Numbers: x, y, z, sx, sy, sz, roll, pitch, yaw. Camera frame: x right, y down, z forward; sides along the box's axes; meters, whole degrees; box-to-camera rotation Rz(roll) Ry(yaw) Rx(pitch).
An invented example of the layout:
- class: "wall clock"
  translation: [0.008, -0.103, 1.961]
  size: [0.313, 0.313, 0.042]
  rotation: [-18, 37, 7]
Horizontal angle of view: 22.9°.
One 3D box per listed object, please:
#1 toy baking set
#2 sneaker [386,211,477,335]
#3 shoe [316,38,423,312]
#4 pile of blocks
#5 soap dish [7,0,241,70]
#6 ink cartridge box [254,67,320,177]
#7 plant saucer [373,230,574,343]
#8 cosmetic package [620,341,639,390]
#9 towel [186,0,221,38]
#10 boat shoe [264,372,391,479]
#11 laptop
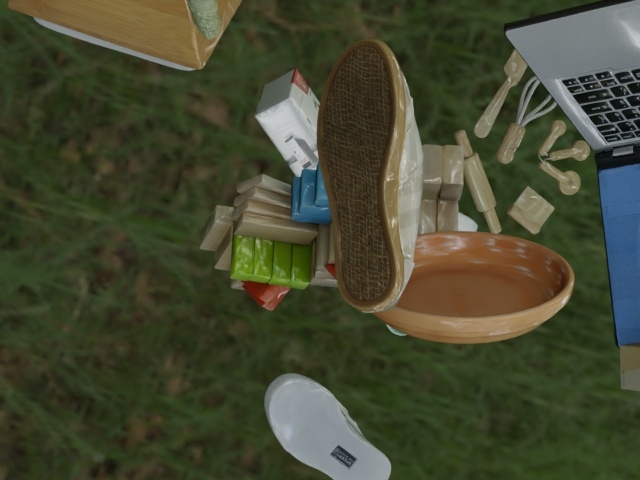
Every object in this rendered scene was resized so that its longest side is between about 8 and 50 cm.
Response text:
- class: "toy baking set"
  translation: [0.280, -0.137, 2.251]
  size: [0.196, 0.030, 0.256]
  rotation: [-33, 111, -17]
- class: "sneaker"
  translation: [0.092, 0.039, 1.960]
  size: [0.094, 0.256, 0.151]
  rotation: [27, 78, -16]
- class: "shoe"
  translation: [0.042, -0.050, 1.258]
  size: [0.058, 0.076, 0.219]
  rotation: [13, 75, -62]
- class: "pile of blocks"
  translation: [0.000, 0.000, 1.615]
  size: [0.149, 0.362, 0.113]
  rotation: [20, 62, -37]
- class: "soap dish"
  translation: [-0.175, -0.338, 1.713]
  size: [0.118, 0.229, 0.291]
  rotation: [90, 22, -58]
- class: "ink cartridge box"
  translation: [-0.022, -0.142, 2.061]
  size: [0.135, 0.056, 0.099]
  rotation: [55, 21, -23]
- class: "plant saucer"
  translation: [0.128, 0.044, 1.428]
  size: [0.200, 0.200, 0.037]
  rotation: [-33, 128, -51]
- class: "cosmetic package"
  translation: [0.430, 0.161, 1.980]
  size: [0.041, 0.115, 0.060]
  rotation: [-3, 91, -33]
- class: "towel"
  translation: [-0.122, -0.261, 1.406]
  size: [0.110, 0.027, 0.148]
  rotation: [83, -12, -65]
- class: "boat shoe"
  translation: [-0.001, 0.250, 2.126]
  size: [0.096, 0.088, 0.267]
  rotation: [-49, 131, -1]
- class: "laptop"
  translation: [0.456, -0.086, 1.897]
  size: [0.408, 0.382, 0.236]
  rotation: [45, 50, -38]
